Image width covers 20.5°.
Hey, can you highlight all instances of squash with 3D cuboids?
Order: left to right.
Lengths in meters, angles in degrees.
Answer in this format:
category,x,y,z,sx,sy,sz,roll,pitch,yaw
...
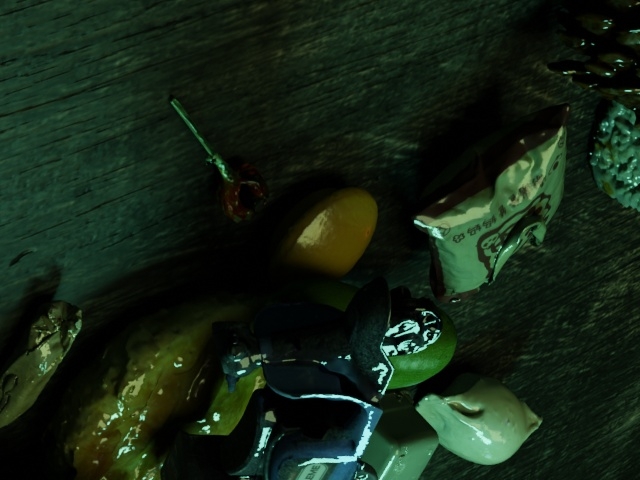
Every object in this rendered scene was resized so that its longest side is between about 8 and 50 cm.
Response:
category,x,y,z,sx,sy,sz,roll,pitch,yaw
squash,0.042,0.102,1.874,0.107,0.107,0.395,-55,153,10

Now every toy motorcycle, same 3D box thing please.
category,x,y,z,sx,sy,sz,roll,pitch,yaw
toy motorcycle,-0.026,0.158,1.686,0.212,0.125,0.358,2,138,-21

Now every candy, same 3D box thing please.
category,x,y,z,sx,sy,sz,roll,pitch,yaw
candy,-0.100,-0.080,1.661,0.184,0.049,0.055,54,48,-50

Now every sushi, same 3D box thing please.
category,x,y,z,sx,sy,sz,roll,pitch,yaw
sushi,0.407,-0.139,2.135,0.126,0.136,0.225,-31,152,-23

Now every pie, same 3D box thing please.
category,x,y,z,sx,sy,sz,roll,pitch,yaw
pie,-0.150,0.185,1.848,0.339,0.083,0.339,-34,146,-27

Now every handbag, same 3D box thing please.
category,x,y,z,sx,sy,sz,roll,pitch,yaw
handbag,0.192,-0.042,1.984,0.213,0.127,0.235,-40,160,-11

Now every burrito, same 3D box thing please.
category,x,y,z,sx,sy,sz,roll,pitch,yaw
burrito,-0.271,0.118,1.656,0.055,0.041,0.149,14,118,-41

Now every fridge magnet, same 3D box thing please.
category,x,y,z,sx,sy,sz,roll,pitch,yaw
fridge magnet,0.000,0.000,1.844,0.143,0.063,0.143,-32,147,-24

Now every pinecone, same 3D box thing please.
category,x,y,z,sx,sy,sz,roll,pitch,yaw
pinecone,0.355,-0.250,1.876,0.224,0.224,0.272,-15,112,-42

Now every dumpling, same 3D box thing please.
category,x,y,z,sx,sy,sz,roll,pitch,yaw
dumpling,0.191,0.239,2.321,0.155,0.181,0.111,-38,-158,44

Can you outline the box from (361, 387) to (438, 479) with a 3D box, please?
category,x,y,z,sx,sy,sz,roll,pitch,yaw
box,0.068,0.276,2.202,0.124,0.093,0.172,-6,129,-49
